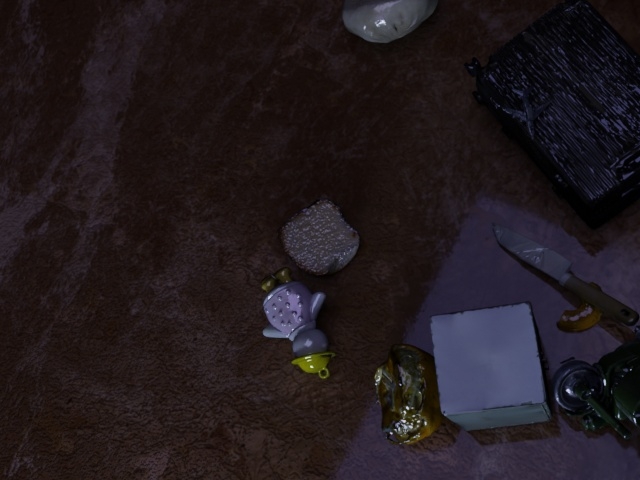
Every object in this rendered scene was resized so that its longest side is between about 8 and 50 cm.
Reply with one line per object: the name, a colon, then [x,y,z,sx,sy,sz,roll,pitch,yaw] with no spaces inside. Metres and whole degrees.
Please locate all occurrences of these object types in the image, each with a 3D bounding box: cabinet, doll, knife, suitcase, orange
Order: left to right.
doll: [-0.036,0.140,1.566,0.129,0.081,0.207,-33,68,12]
orange: [0.145,0.237,1.441,0.112,0.170,0.160,-1,97,-23]
cabinet: [0.262,0.193,1.386,0.150,0.206,0.145,-10,70,14]
knife: [0.380,0.046,1.474,0.047,0.017,0.298,-49,51,-7]
suitcase: [0.424,-0.212,1.508,0.229,0.152,0.335,-37,68,5]

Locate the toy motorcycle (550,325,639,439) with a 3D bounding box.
toy motorcycle: [0.482,0.211,1.311,0.275,0.205,0.127,-21,111,-3]

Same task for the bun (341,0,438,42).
bun: [0.130,-0.418,1.690,0.183,0.102,0.183,-17,33,11]

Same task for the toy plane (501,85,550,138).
toy plane: [0.320,-0.199,1.441,0.077,0.024,0.084,-8,73,-3]

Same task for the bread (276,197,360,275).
bread: [0.000,0.000,1.624,0.126,0.044,0.129,-37,63,-6]

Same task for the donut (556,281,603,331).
donut: [0.407,0.105,1.464,0.083,0.038,0.067,-15,71,10]
